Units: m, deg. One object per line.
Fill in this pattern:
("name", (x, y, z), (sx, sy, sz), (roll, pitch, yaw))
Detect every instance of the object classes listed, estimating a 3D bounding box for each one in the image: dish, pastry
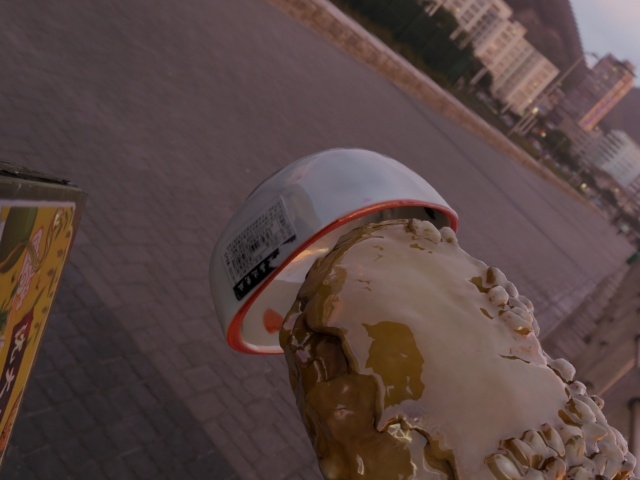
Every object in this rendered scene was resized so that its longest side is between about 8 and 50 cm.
("dish", (0.000, 0.000, 0.785), (0.256, 0.256, 0.117), (18, 35, -56))
("pastry", (0.080, 0.130, 0.461), (0.311, 0.161, 0.255), (78, -6, -61))

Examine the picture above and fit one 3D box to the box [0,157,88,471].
("box", (-0.337, 0.106, 0.596), (0.138, 0.373, 0.420), (16, 0, -3))
